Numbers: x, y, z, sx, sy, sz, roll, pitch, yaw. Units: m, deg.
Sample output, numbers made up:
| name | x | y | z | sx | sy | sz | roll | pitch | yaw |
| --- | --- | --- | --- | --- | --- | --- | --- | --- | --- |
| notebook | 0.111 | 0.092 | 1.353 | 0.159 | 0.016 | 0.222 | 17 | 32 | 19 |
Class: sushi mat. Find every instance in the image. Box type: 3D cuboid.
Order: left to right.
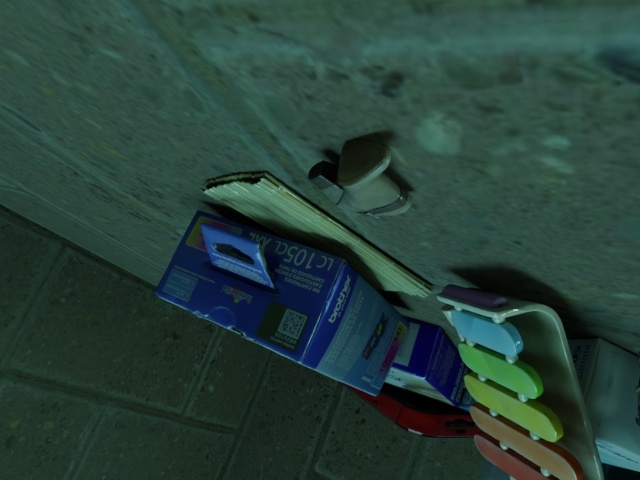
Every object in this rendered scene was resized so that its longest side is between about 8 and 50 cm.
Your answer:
| name | x | y | z | sx | sy | sz | roll | pitch | yaw |
| --- | --- | --- | --- | --- | --- | --- | --- | --- | --- |
| sushi mat | 0.000 | 0.000 | 0.733 | 0.316 | 0.019 | 0.151 | 32 | 162 | -32 |

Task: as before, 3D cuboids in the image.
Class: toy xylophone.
| name | x | y | z | sx | sy | sz | roll | pitch | yaw |
| --- | --- | --- | --- | --- | --- | --- | --- | --- | --- |
| toy xylophone | 0.234 | 0.193 | 0.687 | 0.322 | 0.081 | 0.236 | 67 | 162 | -4 |

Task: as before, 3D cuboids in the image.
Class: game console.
| name | x | y | z | sx | sy | sz | roll | pitch | yaw |
| --- | --- | --- | --- | --- | --- | --- | --- | --- | --- |
| game console | 0.272 | 0.404 | 1.376 | 0.386 | 0.060 | 0.342 | 14 | 178 | -32 |

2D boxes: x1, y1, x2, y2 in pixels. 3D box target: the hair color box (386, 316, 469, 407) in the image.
| name | x | y | z | sx | sy | sz | roll | pitch | yaw |
| --- | --- | --- | --- | --- | --- | --- | --- | --- | --- |
| hair color box | 0.186 | 0.251 | 1.149 | 0.185 | 0.110 | 0.339 | 12 | 163 | 30 |

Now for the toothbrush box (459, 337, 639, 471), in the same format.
| name | x | y | z | sx | sy | sz | roll | pitch | yaw |
| --- | --- | --- | --- | --- | --- | --- | --- | --- | --- |
| toothbrush box | 0.387 | 0.248 | 0.825 | 0.216 | 0.126 | 0.295 | 25 | 164 | -7 |

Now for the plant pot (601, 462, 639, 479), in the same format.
| name | x | y | z | sx | sy | sz | roll | pitch | yaw |
| --- | --- | --- | --- | --- | --- | --- | --- | --- | --- |
| plant pot | 0.614 | 0.416 | 0.877 | 0.255 | 0.271 | 0.271 | 8 | 166 | -7 |

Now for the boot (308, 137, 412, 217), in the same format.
| name | x | y | z | sx | sy | sz | roll | pitch | yaw |
| --- | --- | --- | --- | --- | --- | --- | --- | --- | --- |
| boot | 0.048 | -0.049 | 0.480 | 0.087 | 0.042 | 0.118 | 24 | 167 | -30 |

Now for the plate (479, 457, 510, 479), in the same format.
| name | x | y | z | sx | sy | sz | roll | pitch | yaw |
| --- | --- | --- | --- | --- | --- | --- | --- | --- | --- |
| plate | 0.472 | 0.414 | 1.068 | 0.277 | 0.278 | 0.045 | 19 | 136 | 13 |

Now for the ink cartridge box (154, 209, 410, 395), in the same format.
| name | x | y | z | sx | sy | sz | roll | pitch | yaw |
| --- | --- | --- | --- | --- | --- | --- | --- | --- | --- |
| ink cartridge box | -0.053 | 0.098 | 0.835 | 0.270 | 0.151 | 0.395 | 18 | 168 | 29 |

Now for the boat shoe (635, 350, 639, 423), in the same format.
| name | x | y | z | sx | sy | sz | roll | pitch | yaw |
| --- | --- | --- | --- | --- | --- | --- | --- | --- | --- |
| boat shoe | 0.492 | 0.199 | 0.543 | 0.324 | 0.116 | 0.123 | 12 | 161 | 33 |
